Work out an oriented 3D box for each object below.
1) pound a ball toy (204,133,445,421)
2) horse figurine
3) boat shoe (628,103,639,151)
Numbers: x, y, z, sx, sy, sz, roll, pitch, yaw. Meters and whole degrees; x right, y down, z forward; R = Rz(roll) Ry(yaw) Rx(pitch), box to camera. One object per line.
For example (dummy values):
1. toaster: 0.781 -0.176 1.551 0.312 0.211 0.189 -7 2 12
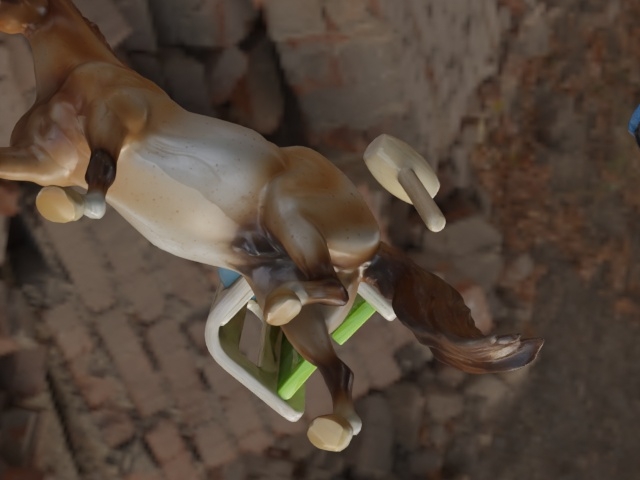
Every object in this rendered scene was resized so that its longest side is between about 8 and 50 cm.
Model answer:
1. pound a ball toy: 0.000 0.000 1.333 0.208 0.136 0.319 -47 -172 8
2. horse figurine: -0.044 -0.014 0.600 0.066 0.263 0.174 -60 -174 22
3. boat shoe: 0.273 -0.085 0.716 0.089 0.258 0.109 65 3 13
